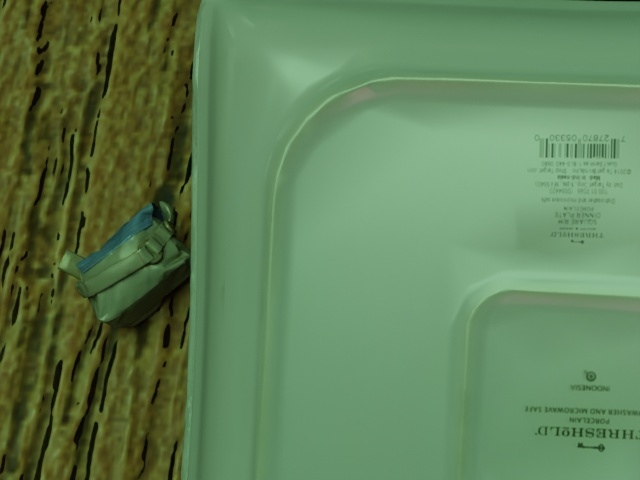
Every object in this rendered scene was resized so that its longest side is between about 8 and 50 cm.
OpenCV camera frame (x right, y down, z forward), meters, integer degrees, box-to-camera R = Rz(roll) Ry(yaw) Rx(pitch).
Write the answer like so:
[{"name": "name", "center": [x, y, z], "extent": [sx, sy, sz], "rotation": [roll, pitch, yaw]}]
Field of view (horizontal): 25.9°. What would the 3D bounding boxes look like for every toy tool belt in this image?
[{"name": "toy tool belt", "center": [-0.092, 0.003, 0.716], "extent": [0.083, 0.052, 0.051], "rotation": [-40, 74, -2]}]

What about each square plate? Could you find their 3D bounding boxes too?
[{"name": "square plate", "center": [0.104, 0.068, 0.565], "extent": [0.347, 0.049, 0.344], "rotation": [3, 92, 10]}]
